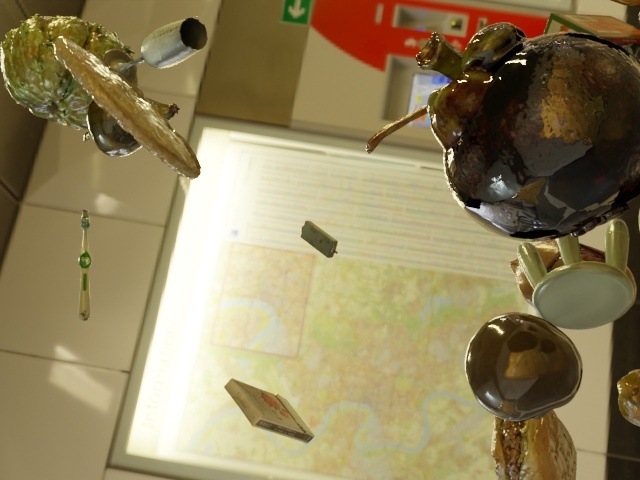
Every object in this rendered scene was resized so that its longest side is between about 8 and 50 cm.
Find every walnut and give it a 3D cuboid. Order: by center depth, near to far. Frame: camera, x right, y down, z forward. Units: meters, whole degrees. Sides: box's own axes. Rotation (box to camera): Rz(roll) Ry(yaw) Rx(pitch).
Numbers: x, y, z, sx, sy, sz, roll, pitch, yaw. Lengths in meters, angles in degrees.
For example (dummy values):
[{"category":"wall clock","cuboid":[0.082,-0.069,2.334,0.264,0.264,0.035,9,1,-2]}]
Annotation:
[{"category":"walnut","cuboid":[0.594,0.101,1.869,0.203,0.297,0.203,-37,-47,-53]}]

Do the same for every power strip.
[{"category":"power strip","cuboid":[0.000,0.000,1.915,0.019,0.136,0.051,0,-64,-43]}]

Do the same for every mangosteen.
[{"category":"mangosteen","cuboid":[0.296,-0.150,1.051,0.297,0.296,0.314,95,160,-51]}]

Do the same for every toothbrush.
[{"category":"toothbrush","cuboid":[-0.531,0.053,1.771,0.030,0.030,0.304,95,166,-53]}]

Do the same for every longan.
[{"category":"longan","cuboid":[0.321,0.200,1.249,0.189,0.189,0.189,9,-90,-87]}]

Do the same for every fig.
[{"category":"fig","cuboid":[-0.379,-0.248,1.603,0.126,0.184,0.133,-129,23,-68]}]

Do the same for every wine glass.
[{"category":"wine glass","cuboid":[-0.271,-0.310,1.284,0.262,0.074,0.074,-4,72,48]}]

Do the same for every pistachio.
[{"category":"pistachio","cuboid":[0.632,0.300,1.469,0.100,0.189,0.110,-145,59,-71]}]

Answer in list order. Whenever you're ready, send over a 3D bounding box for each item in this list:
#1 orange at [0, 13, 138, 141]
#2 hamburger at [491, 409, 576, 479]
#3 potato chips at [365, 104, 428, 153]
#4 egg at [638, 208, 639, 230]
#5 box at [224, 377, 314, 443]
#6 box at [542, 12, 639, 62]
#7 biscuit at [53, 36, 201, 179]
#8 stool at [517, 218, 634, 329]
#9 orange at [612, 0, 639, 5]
[{"category":"orange","cuboid":[-0.560,-0.380,1.749,0.300,0.301,0.223,-29,47,54]},{"category":"hamburger","cuboid":[0.489,0.487,1.780,0.283,0.144,0.260,51,-135,-30]},{"category":"potato chips","cuboid":[0.186,-0.260,1.750,0.037,0.204,0.026,56,-178,-30]},{"category":"egg","cuboid":[0.514,-0.023,1.059,0.209,0.151,0.151,-53,-28,-70]},{"category":"box","cuboid":[-0.095,0.326,1.494,0.029,0.109,0.198,-48,-37,4]},{"category":"box","cuboid":[0.561,-0.362,1.629,0.148,0.194,0.178,45,132,43]},{"category":"biscuit","cuboid":[-0.264,-0.184,1.097,0.040,0.265,0.188,-43,25,6]},{"category":"stool","cuboid":[0.531,0.053,1.633,0.195,0.195,0.199,117,163,-45]},{"category":"orange","cuboid":[0.512,-0.466,1.256,0.224,0.223,0.170,-75,0,-62]}]
